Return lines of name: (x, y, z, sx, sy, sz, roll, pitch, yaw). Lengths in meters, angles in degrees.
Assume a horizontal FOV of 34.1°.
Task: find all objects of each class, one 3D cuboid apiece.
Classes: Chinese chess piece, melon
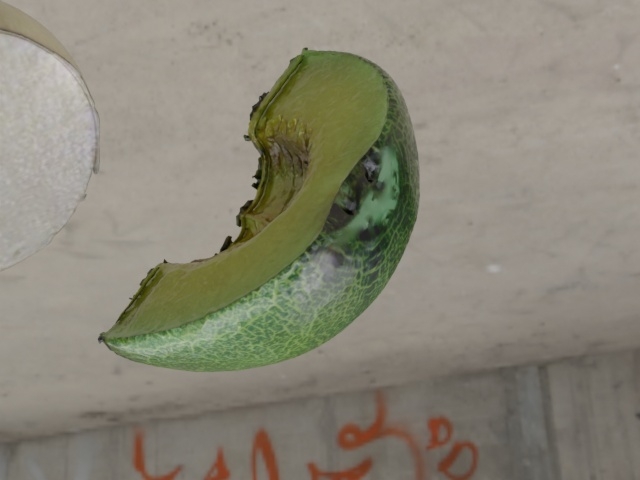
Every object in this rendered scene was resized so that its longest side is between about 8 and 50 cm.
Chinese chess piece: (-0.153, -0.042, 0.430, 0.122, 0.051, 0.122, -22, 130, -28)
melon: (0.000, 0.000, 0.698, 0.169, 0.265, 0.129, 2, 142, 51)
